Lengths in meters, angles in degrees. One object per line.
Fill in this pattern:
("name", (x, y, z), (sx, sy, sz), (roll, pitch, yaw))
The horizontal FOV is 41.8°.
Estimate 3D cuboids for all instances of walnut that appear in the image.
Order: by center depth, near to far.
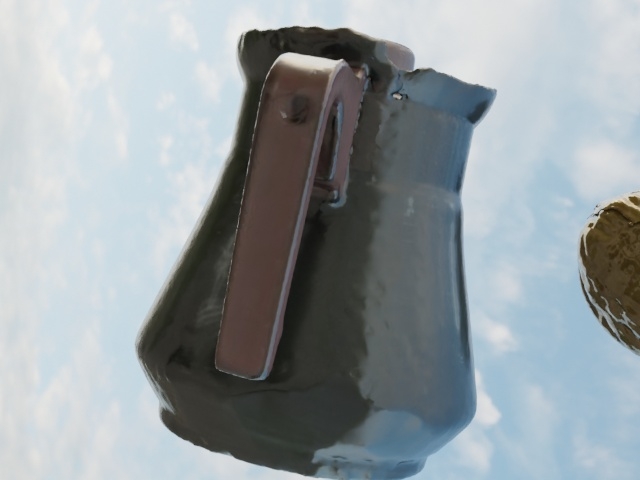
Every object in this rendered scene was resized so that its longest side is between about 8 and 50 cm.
("walnut", (0.425, 0.044, 1.054), (0.245, 0.198, 0.198), (59, -45, 29))

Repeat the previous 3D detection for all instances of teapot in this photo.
("teapot", (0.000, 0.000, 0.713), (0.306, 0.376, 0.361), (10, -90, 12))
